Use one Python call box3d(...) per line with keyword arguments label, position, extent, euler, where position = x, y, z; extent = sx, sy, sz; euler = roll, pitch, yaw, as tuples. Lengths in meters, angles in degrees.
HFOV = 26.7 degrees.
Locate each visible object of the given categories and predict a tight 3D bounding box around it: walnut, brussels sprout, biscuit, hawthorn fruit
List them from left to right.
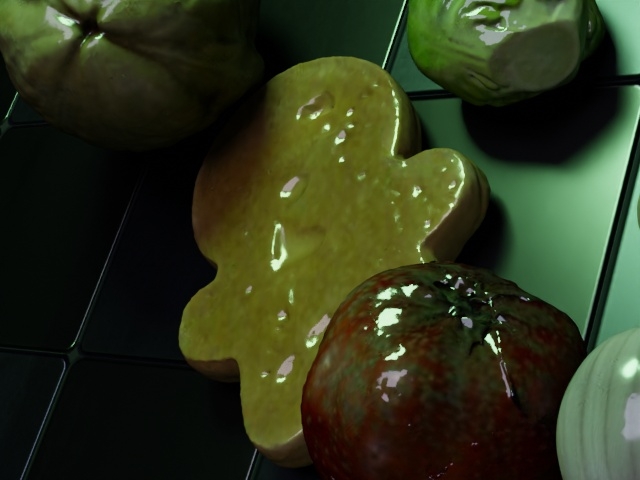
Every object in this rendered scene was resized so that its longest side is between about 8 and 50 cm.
box3d(label="walnut", position=(-0.168, -0.192, 1.159), extent=(0.227, 0.283, 0.283), euler=(-59, 42, 12))
box3d(label="biscuit", position=(0.002, 0.001, 1.047), extent=(0.275, 0.052, 0.355), euler=(-34, 44, 16))
box3d(label="hawthorn fruit", position=(0.069, 0.127, 0.833), extent=(0.181, 0.181, 0.235), euler=(56, 138, 45))
box3d(label="brussels sprout", position=(0.131, -0.171, 1.010), extent=(0.155, 0.117, 0.155), euler=(-26, 39, 23))

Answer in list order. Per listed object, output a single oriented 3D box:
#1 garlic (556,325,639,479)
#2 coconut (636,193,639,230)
box3d(label="garlic", position=(0.214, 0.140, 0.735), extent=(0.257, 0.207, 0.207), euler=(-60, 34, 37))
box3d(label="coconut", position=(0.242, -0.018, 0.845), extent=(0.082, 0.081, 0.083), euler=(-29, 92, 20))
